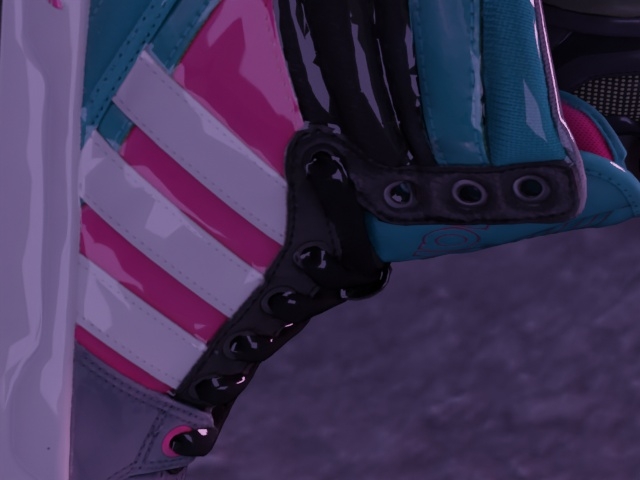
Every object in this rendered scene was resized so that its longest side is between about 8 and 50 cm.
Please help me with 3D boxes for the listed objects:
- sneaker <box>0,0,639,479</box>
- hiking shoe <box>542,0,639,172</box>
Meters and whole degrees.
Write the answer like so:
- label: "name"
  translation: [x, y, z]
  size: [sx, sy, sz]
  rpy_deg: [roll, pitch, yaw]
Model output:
- label: "sneaker"
  translation: [0.000, 0.000, 0.536]
  size: [0.178, 0.124, 0.295]
  rpy_deg: [5, 110, 0]
- label: "hiking shoe"
  translation: [0.158, -0.050, 0.633]
  size: [0.227, 0.086, 0.114]
  rpy_deg: [9, 116, -18]
